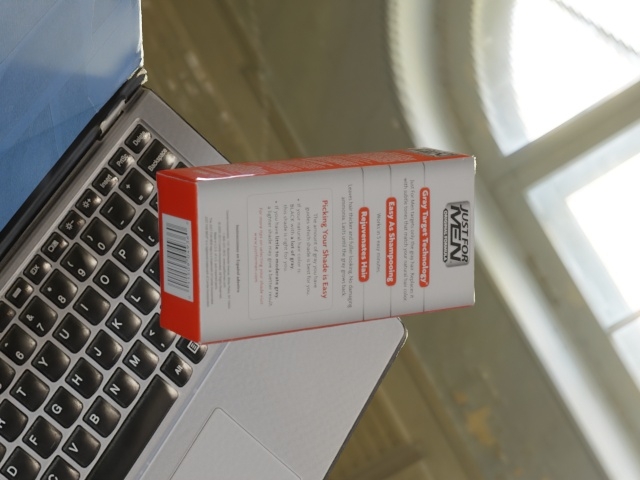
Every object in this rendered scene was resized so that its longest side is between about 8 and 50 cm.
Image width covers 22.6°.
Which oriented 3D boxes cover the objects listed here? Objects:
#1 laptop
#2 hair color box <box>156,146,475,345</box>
[{"bbox_3d":[-0.107,0.027,0.881,0.236,0.408,0.382,-30,22,51],"label":"laptop"},{"bbox_3d":[0.000,0.000,0.706,0.141,0.072,0.043,-6,11,-29],"label":"hair color box"}]
